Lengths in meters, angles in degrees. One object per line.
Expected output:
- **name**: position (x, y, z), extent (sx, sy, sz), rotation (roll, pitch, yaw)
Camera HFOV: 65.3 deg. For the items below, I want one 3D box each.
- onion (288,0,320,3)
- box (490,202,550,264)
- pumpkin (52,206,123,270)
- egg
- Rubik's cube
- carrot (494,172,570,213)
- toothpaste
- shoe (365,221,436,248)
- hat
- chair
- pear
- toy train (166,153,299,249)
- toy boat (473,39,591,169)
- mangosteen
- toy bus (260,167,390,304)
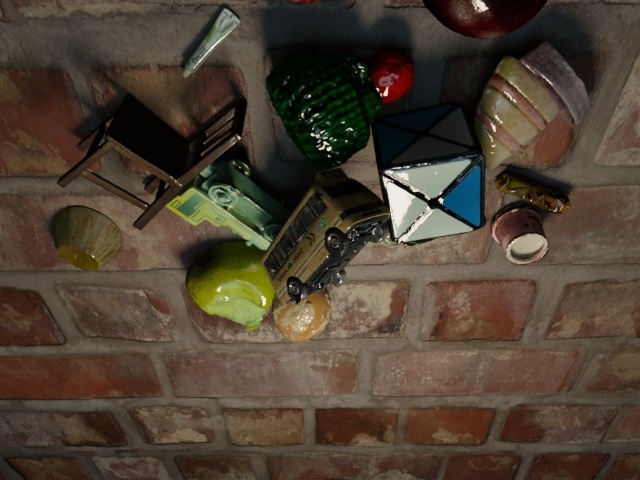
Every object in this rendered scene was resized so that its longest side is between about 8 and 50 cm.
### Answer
- **onion**: position (-0.015, -0.584, 0.912), extent (0.273, 0.285, 0.273), rotation (-12, 114, -28)
- **box**: position (0.595, -0.013, 1.478), extent (0.151, 0.135, 0.151), rotation (0, 130, -1)
- **pumpkin**: position (-0.734, 0.014, 1.544), extent (0.217, 0.110, 0.217), rotation (0, 137, 0)
- **egg**: position (-0.065, 0.225, 1.645), extent (0.203, 0.203, 0.245), rotation (9, 120, -7)
- **Rubik's cube**: position (0.274, -0.170, 1.275), extent (0.246, 0.248, 0.250), rotation (-10, 130, 8)
- **carrot**: position (0.605, -0.135, 1.421), extent (0.228, 0.069, 0.069), rotation (19, 128, -14)
- **toothpaste**: position (-0.266, -0.459, 1.177), extent (0.048, 0.029, 0.197), rotation (37, 119, -27)
- **shoe**: position (0.246, -0.023, 1.500), extent (0.274, 0.098, 0.103), rotation (-16, 125, 16)
- **hat**: position (0.060, -0.349, 1.174), extent (0.332, 0.242, 0.274), rotation (-33, 141, -4)
- **chair**: position (-0.415, -0.250, 1.248), extent (0.416, 0.203, 0.240), rotation (-36, 124, 26)
- **pear**: position (-0.288, 0.139, 1.598), extent (0.281, 0.176, 0.286), rotation (20, 127, -13)
- **toy train**: position (-0.224, -0.084, 1.428), extent (0.237, 0.150, 0.369), rotation (-28, 127, 35)
- **toy boat**: position (0.497, -0.326, 1.203), extent (0.293, 0.111, 0.276), rotation (-31, 129, 9)
- **mangosteen**: position (0.323, -0.533, 0.933), extent (0.297, 0.293, 0.297), rotation (-6, 125, -9)
- **toy bus**: position (0.000, 0.000, 1.265), extent (0.177, 0.202, 0.365), rotation (-16, 154, -44)
